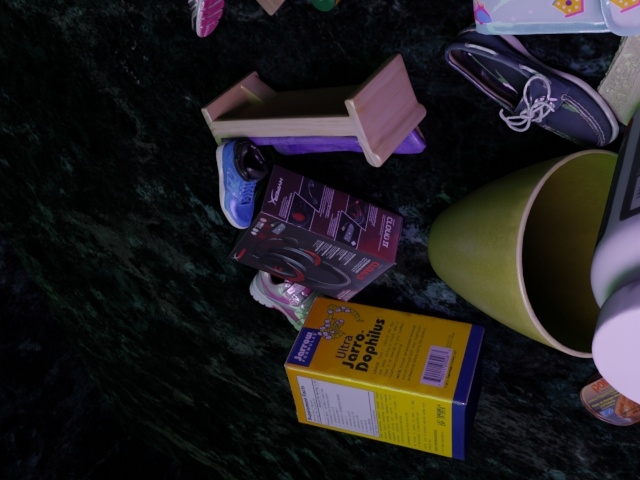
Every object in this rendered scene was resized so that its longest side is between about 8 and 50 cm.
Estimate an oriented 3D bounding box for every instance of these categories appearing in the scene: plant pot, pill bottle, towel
[{"bbox_3d":[0.296,0.013,1.106,0.275,0.275,0.293,55,159,-18],"label":"plant pot"},{"bbox_3d":[0.419,-0.001,0.825,0.210,0.363,0.210,18,141,15],"label":"pill bottle"},{"bbox_3d":[0.413,-0.201,0.935,0.110,0.027,0.148,30,144,16],"label":"towel"}]

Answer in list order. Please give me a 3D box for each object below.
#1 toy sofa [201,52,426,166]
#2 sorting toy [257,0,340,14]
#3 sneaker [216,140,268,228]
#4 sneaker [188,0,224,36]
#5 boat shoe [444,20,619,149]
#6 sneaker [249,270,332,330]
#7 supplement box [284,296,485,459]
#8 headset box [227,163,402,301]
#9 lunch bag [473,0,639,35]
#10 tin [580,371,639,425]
[{"bbox_3d":[-0.012,-0.189,1.257,0.362,0.150,0.177,6,131,41],"label":"toy sofa"},{"bbox_3d":[-0.085,-0.446,1.141,0.274,0.046,0.132,47,145,-8],"label":"sorting toy"},{"bbox_3d":[-0.127,-0.094,1.262,0.084,0.058,0.152,0,101,45],"label":"sneaker"},{"bbox_3d":[-0.212,-0.433,1.269,0.074,0.063,0.170,26,137,22],"label":"sneaker"},{"bbox_3d":[0.281,-0.201,1.006,0.254,0.079,0.095,42,152,7],"label":"boat shoe"},{"bbox_3d":[-0.049,0.123,1.672,0.252,0.103,0.111,27,141,15],"label":"sneaker"},{"bbox_3d":[0.135,0.271,1.502,0.356,0.195,0.194,9,135,18],"label":"supplement box"},{"bbox_3d":[0.000,0.000,1.409,0.293,0.110,0.218,22,150,-15],"label":"headset box"},{"bbox_3d":[0.299,-0.337,0.783,0.262,0.160,0.223,11,126,29],"label":"lunch bag"},{"bbox_3d":[0.538,0.264,1.307,0.106,0.040,0.190,37,145,1],"label":"tin"}]
